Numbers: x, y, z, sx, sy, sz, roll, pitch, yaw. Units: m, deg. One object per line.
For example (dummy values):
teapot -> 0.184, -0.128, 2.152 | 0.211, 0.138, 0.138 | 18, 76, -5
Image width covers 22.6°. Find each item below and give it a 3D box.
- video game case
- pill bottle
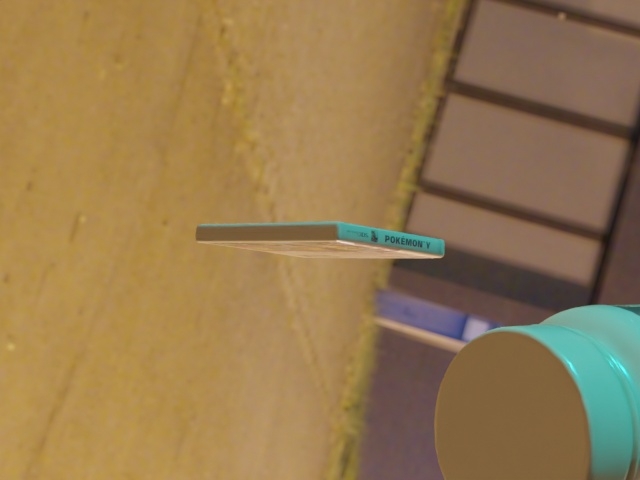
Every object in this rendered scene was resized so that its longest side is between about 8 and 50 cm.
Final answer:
video game case -> 0.000, 0.000, 1.720 | 0.183, 0.201, 0.023 | 9, 83, -50
pill bottle -> 0.283, 0.155, 1.375 | 0.361, 0.204, 0.204 | 0, 110, -41
